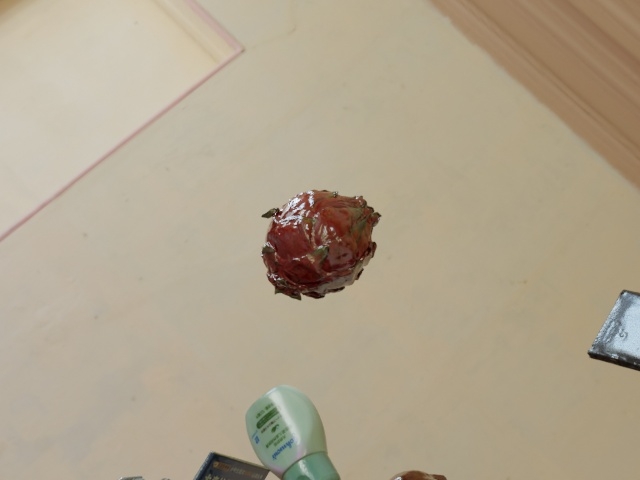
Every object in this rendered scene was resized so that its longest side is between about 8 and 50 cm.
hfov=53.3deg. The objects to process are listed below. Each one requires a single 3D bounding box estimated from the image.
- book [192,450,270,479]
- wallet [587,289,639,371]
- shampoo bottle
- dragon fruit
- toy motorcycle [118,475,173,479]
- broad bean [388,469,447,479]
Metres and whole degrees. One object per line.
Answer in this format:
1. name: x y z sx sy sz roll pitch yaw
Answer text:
1. book: -0.273 0.666 1.522 0.018 0.323 0.228 26 -9 42
2. wallet: 0.584 0.163 1.026 0.030 0.146 0.285 45 -17 -28
3. shampoo bottle: -0.068 0.594 1.798 0.350 0.221 0.151 55 7 34
4. dragon fruit: 0.000 0.000 1.418 0.244 0.298 0.244 41 -25 23
5. toy motorcycle: -0.411 0.593 1.445 0.239 0.108 0.204 6 -2 16
6. broad bean: 0.260 0.628 1.560 0.228 0.156 0.122 14 41 -27
